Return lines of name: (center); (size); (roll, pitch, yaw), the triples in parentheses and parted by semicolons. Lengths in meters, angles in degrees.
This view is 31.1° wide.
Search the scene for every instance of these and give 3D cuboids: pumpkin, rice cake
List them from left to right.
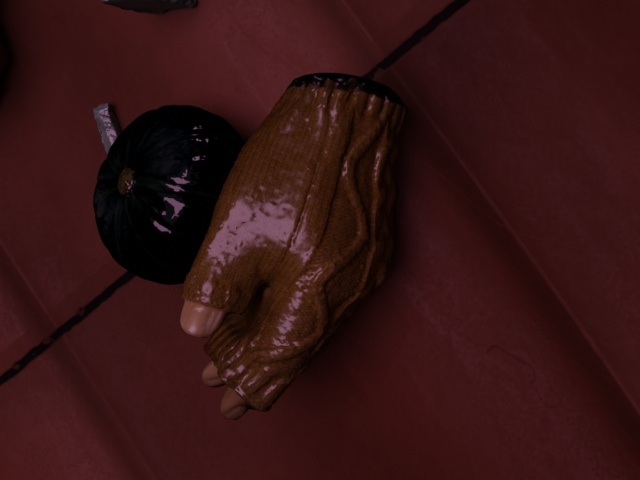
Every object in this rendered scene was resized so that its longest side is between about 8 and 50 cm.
rice cake: (-0.229, -0.096, 1.291); (0.022, 0.021, 0.121); (-19, 86, 12)
pumpkin: (-0.154, -0.050, 1.193); (0.194, 0.150, 0.194); (3, 97, 26)

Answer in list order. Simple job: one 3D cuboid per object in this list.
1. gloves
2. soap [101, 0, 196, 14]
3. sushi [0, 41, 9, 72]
gloves: (-0.021, 0.010, 1.103); (0.155, 0.203, 0.356); (29, 97, 28)
soap: (-0.193, -0.344, 1.210); (0.063, 0.114, 0.198); (-7, 90, 22)
sushi: (-0.478, -0.246, 1.306); (0.236, 0.171, 0.270); (-43, 80, 19)
